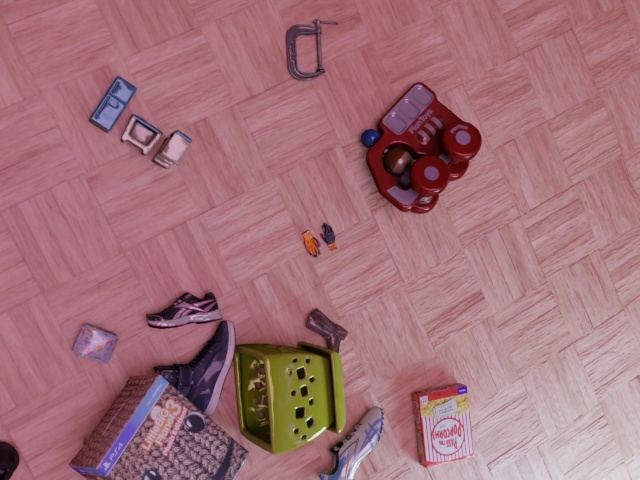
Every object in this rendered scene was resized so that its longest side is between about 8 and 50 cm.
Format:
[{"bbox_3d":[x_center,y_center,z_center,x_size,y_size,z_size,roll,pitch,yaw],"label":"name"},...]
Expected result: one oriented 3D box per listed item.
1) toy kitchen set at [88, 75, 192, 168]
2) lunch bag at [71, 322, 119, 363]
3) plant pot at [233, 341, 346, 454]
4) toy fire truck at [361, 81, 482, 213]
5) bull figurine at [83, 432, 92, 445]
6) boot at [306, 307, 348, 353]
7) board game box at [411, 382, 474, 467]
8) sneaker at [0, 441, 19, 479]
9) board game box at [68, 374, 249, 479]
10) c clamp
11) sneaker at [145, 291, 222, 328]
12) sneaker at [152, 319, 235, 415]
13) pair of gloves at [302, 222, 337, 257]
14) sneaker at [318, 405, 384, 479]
[{"bbox_3d":[-0.388,-0.269,1.769,0.207,0.166,0.122,33,80,-17],"label":"toy kitchen set"},{"bbox_3d":[-0.508,0.230,1.788,0.083,0.053,0.071,24,84,-28],"label":"lunch bag"},{"bbox_3d":[-0.067,0.352,1.864,0.207,0.227,0.228,-5,91,-26],"label":"plant pot"},{"bbox_3d":[0.243,-0.230,2.021,0.254,0.169,0.302,42,75,9],"label":"toy fire truck"},{"bbox_3d":[-0.437,0.566,1.778,0.188,0.101,0.311,9,76,-35],"label":"bull figurine"},{"bbox_3d":[0.001,0.238,1.982,0.114,0.037,0.106,36,65,-20],"label":"boot"},{"bbox_3d":[0.323,0.486,2.096,0.146,0.045,0.194,-8,93,-20],"label":"board game box"},{"bbox_3d":[-0.769,0.528,1.653,0.286,0.130,0.109,-36,104,-15],"label":"sneaker"},{"bbox_3d":[-0.340,0.470,1.714,0.291,0.141,0.232,46,55,-23],"label":"board game box"},{"bbox_3d":[-0.020,-0.477,1.980,0.137,0.022,0.161,2,89,-20],"label":"c clamp"},{"bbox_3d":[-0.323,0.161,1.856,0.178,0.072,0.077,-6,80,-28],"label":"sneaker"},{"bbox_3d":[-0.295,0.280,1.841,0.163,0.086,0.226,19,81,-24],"label":"sneaker"},{"bbox_3d":[0.000,0.000,1.995,0.083,0.010,0.074,-24,98,-19],"label":"pair of gloves"},{"bbox_3d":[0.082,0.515,1.990,0.086,0.085,0.237,35,75,-9],"label":"sneaker"}]
